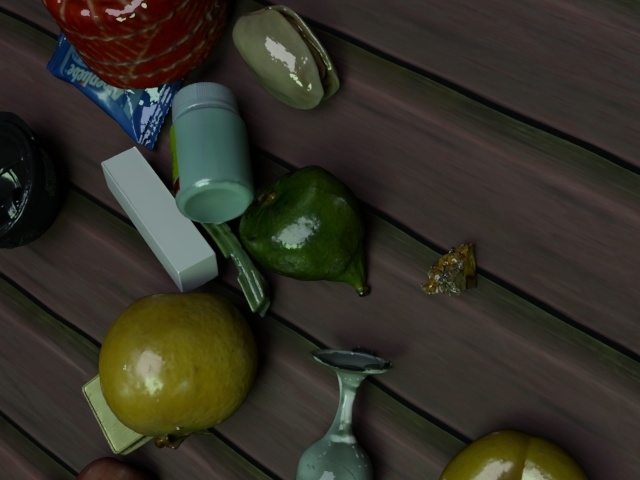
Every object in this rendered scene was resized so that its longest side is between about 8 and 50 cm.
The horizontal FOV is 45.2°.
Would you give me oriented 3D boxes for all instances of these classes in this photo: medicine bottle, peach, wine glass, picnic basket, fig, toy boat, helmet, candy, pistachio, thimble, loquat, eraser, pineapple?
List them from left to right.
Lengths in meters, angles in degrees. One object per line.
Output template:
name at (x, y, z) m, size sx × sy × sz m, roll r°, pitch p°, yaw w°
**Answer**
helmet at (-0.617, -0.106, 1.546) m, size 0.231 × 0.160 × 0.278 m, roll -19°, pitch 65°, yaw 20°
candy at (-0.410, -0.339, 1.522) m, size 0.331 × 0.077 × 0.187 m, roll 37°, pitch 107°, yaw 22°
picnic basket at (-0.361, 0.309, 1.456) m, size 0.115 × 0.079 × 0.164 m, roll -34°, pitch 75°, yaw 16°
thimble at (-0.327, -0.468, 1.375) m, size 0.350 × 0.230 × 0.350 m, roll -3°, pitch 69°, yaw 9°
eraser at (-0.298, -0.042, 1.414) m, size 0.076 × 0.078 × 0.298 m, roll -29°, pitch 61°, yaw -21°
loquat at (-0.249, 0.219, 1.315) m, size 0.275 × 0.275 × 0.274 m, roll -1°, pitch 86°, yaw 22°
medicine bottle at (-0.194, -0.155, 1.358) m, size 0.139 × 0.139 × 0.225 m, roll -22°, pitch 60°, yaw 20°
toy boat at (-0.173, 0.007, 1.392) m, size 0.055 × 0.093 × 0.293 m, roll -37°, pitch 70°, yaw -2°
pistachio at (-0.062, -0.326, 1.352) m, size 0.223 × 0.126 × 0.152 m, roll 40°, pitch 136°, yaw 15°
fig at (0.000, 0.000, 1.303) m, size 0.203 × 0.235 × 0.203 m, roll -30°, pitch 33°, yaw 22°
wine glass at (0.032, 0.338, 1.264) m, size 0.143 × 0.143 × 0.321 m, roll 7°, pitch 91°, yaw 23°
pineapple at (0.214, 0.064, 1.228) m, size 0.077 × 0.114 × 0.114 m, roll 46°, pitch 109°, yaw -1°
peach at (0.292, 0.407, 1.144) m, size 0.251 × 0.153 × 0.251 m, roll 1°, pitch 93°, yaw 19°

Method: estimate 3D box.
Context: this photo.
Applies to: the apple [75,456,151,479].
apple at (-0.380, 0.469, 1.420) m, size 0.153 × 0.153 × 0.120 m, roll 21°, pitch 65°, yaw 22°
